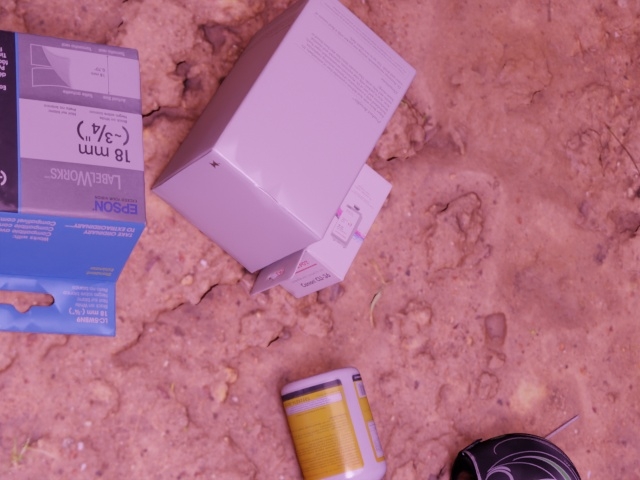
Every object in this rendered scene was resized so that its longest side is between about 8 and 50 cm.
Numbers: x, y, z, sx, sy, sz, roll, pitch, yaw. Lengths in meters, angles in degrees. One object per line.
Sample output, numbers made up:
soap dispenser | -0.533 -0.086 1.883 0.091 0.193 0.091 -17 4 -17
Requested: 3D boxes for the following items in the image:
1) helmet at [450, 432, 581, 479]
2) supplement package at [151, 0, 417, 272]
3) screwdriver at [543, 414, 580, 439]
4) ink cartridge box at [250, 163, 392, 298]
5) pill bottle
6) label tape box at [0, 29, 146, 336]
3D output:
helmet | 0.261 0.333 1.986 0.162 0.169 0.169 0 75 -15
supplement package | -0.044 -0.138 1.932 0.177 0.175 0.293 41 58 -16
screwdriver | 0.308 0.274 2.116 0.170 0.025 0.024 -25 89 -34
ink cartridge box | 0.000 0.000 1.954 0.067 0.115 0.198 39 60 -16
pill bottle | 0.022 0.254 1.896 0.103 0.103 0.184 -11 81 -34
label tape box | -0.328 -0.067 1.776 0.241 0.106 0.333 5 73 -30
